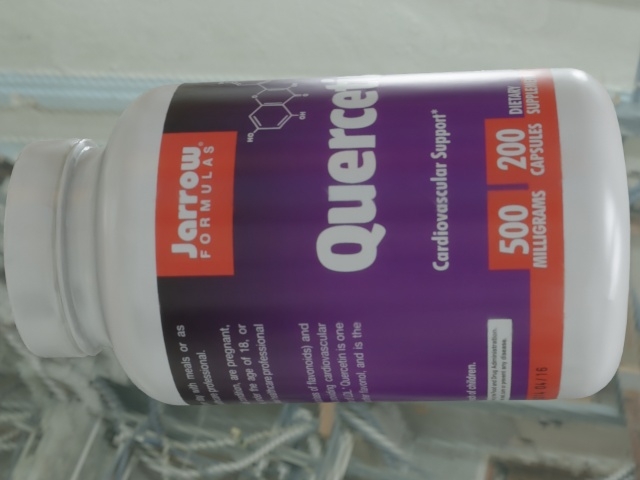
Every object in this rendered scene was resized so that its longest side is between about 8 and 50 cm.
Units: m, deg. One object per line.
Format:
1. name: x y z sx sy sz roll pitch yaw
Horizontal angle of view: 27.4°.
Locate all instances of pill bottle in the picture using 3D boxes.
1. pill bottle: 0.000 0.000 0.729 0.323 0.181 0.181 -2 -36 5
